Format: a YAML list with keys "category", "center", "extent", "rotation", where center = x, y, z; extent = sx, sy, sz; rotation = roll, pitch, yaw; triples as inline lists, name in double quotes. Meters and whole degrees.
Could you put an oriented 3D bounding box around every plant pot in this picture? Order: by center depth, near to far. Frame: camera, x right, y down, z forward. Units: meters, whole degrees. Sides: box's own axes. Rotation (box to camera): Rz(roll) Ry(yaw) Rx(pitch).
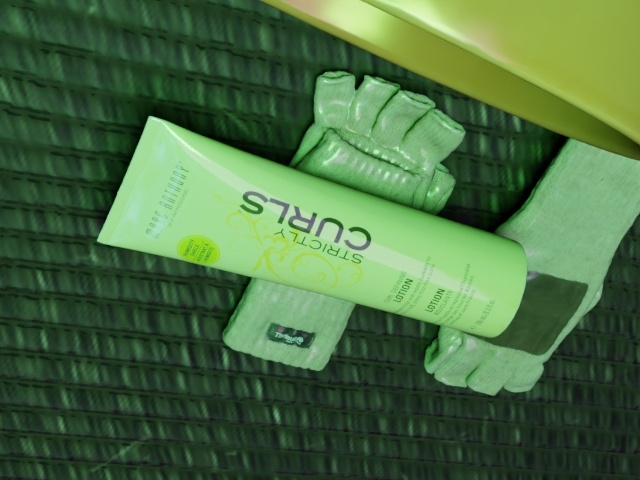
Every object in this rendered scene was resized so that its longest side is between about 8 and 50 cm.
- category: "plant pot"
  center: [0.066, -0.185, 0.689]
  extent: [0.290, 0.291, 0.204]
  rotation: [22, 96, -30]

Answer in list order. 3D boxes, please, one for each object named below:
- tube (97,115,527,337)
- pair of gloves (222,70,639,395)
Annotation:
- category: "tube"
  center: [0.000, 0.000, 0.861]
  extent: [0.240, 0.062, 0.070]
  rotation: [17, 85, -18]
- category: "pair of gloves"
  center: [0.076, 0.003, 0.941]
  extent: [0.240, 0.042, 0.204]
  rotation: [10, 122, -19]
